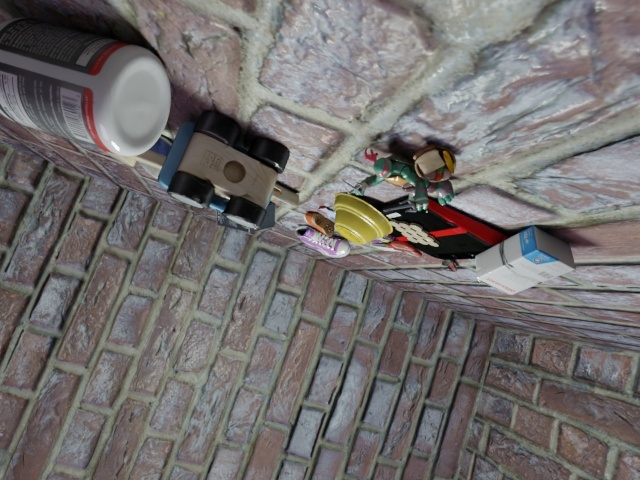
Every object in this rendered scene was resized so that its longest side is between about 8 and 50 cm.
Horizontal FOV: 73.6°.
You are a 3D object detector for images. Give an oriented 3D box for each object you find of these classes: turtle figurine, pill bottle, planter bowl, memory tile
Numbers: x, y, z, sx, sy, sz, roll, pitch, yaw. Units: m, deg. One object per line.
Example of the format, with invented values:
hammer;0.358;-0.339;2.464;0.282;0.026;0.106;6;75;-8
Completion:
turtle figurine;0.169;-0.121;0.897;0.234;0.118;0.175;7;-164;-41
pill bottle;-0.508;-0.312;0.845;0.363;0.210;0.210;18;171;9
planter bowl;0.113;-0.050;1.360;0.217;0.090;0.217;31;168;8
memory tile;0.285;-0.023;1.289;0.113;0.012;0.148;13;164;47

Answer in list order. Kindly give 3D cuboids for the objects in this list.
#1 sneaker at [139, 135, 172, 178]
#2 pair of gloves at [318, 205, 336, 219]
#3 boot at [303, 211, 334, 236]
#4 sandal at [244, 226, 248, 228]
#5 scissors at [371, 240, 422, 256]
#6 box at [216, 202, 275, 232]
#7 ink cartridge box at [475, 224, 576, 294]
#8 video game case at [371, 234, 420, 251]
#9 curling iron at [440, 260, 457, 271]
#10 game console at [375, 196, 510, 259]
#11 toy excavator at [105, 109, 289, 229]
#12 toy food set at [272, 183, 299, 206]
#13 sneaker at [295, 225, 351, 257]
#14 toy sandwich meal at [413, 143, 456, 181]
sneaker;-0.499;-0.244;1.478;0.316;0.127;0.182;32;173;-34
pair of gloves;0.085;-0.088;1.576;0.159;0.023;0.198;25;168;-35
boot;-0.004;-0.071;1.773;0.085;0.059;0.158;15;162;42
sandal;-0.329;-0.158;1.429;0.120;0.086;0.302;10;139;51
scissors;0.254;0.015;1.584;0.109;0.021;0.297;27;174;-33
box;-0.318;-0.112;1.816;0.207;0.108;0.153;14;-161;37
ink cartridge box;0.525;0.057;1.112;0.140;0.082;0.191;23;145;-21
video game case;0.240;-0.009;1.663;0.210;0.041;0.232;23;170;-24
curling iron;0.500;0.083;1.700;0.068;0.035;0.274;14;170;26
game console;0.340;-0.034;1.303;0.342;0.060;0.386;27;169;-13
toy excavator;-0.364;-0.199;1.190;0.433;0.222;0.445;24;170;-25
toy food set;-0.238;-0.167;1.540;0.220;0.092;0.306;25;170;-31
sneaker;-0.001;0.001;2.054;0.282;0.102;0.161;14;167;30
toy sandwich meal;0.218;-0.144;0.816;0.086;0.029;0.085;7;129;8
